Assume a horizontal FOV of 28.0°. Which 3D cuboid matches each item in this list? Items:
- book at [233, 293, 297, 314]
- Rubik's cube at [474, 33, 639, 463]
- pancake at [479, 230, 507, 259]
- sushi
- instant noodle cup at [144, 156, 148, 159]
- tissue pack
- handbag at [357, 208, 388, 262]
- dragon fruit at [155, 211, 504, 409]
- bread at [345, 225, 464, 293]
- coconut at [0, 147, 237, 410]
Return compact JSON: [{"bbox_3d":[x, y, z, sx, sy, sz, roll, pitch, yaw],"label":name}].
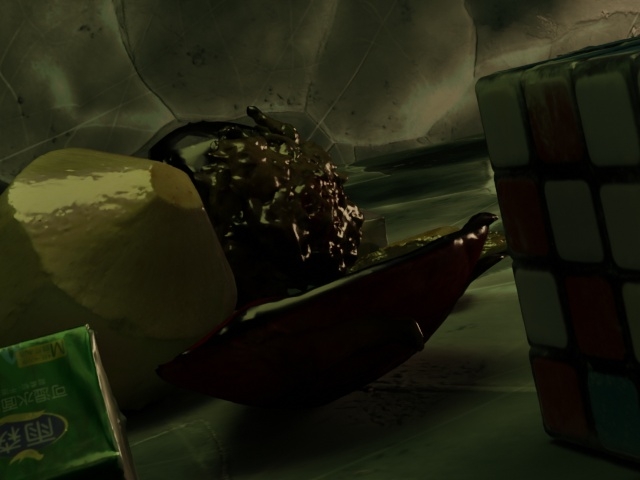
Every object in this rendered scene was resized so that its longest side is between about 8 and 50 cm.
[{"bbox_3d":[-0.085,0.097,1.428,0.232,0.022,0.162,-20,10,-39],"label":"book"},{"bbox_3d":[0.278,-0.013,0.779,0.259,0.253,0.256,-18,8,-20],"label":"Rubik's cube"},{"bbox_3d":[0.169,0.013,1.605,0.152,0.025,0.151,-11,8,2],"label":"pancake"},{"bbox_3d":[-0.063,-0.035,1.395,0.238,0.225,0.219,-18,6,-44],"label":"sushi"},{"bbox_3d":[-0.167,-0.001,1.622,0.216,0.215,0.236,-15,-4,-15],"label":"instant noodle cup"},{"bbox_3d":[-0.209,0.169,0.751,0.209,0.156,0.148,-15,-28,-9],"label":"tissue pack"},{"bbox_3d":[0.000,0.000,1.731,0.173,0.095,0.117,-11,4,-8],"label":"handbag"},{"bbox_3d":[0.030,0.067,1.055,0.282,0.100,0.343,-28,-4,11],"label":"dragon fruit"},{"bbox_3d":[0.103,0.036,1.363,0.125,0.082,0.106,-21,-6,22],"label":"bread"},{"bbox_3d":[-0.200,0.030,1.206,0.259,0.259,0.259,-13,8,2],"label":"coconut"}]
